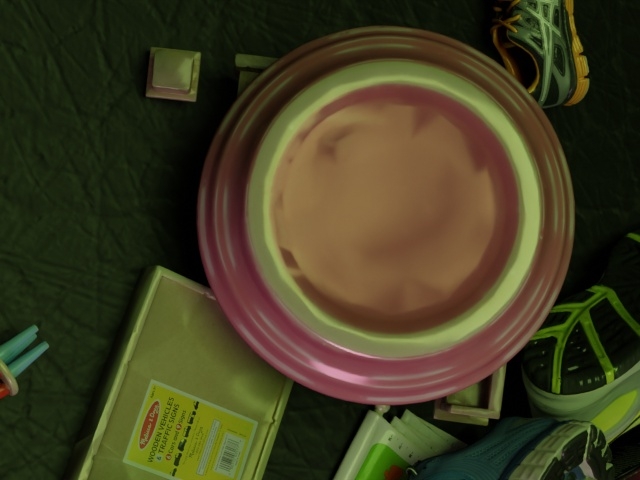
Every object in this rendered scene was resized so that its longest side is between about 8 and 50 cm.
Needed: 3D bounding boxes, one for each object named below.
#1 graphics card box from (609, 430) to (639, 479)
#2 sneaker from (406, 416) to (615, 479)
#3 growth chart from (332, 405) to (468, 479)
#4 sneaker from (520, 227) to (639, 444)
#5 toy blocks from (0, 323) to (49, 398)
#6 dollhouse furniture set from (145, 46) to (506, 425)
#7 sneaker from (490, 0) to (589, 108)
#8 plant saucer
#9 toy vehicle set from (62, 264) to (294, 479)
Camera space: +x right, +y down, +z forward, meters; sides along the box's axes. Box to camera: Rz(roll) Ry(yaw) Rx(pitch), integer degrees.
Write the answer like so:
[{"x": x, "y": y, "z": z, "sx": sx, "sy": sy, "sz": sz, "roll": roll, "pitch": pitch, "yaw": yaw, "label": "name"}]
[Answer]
[{"x": 0.380, "y": 0.315, "z": 1.452, "sx": 0.371, "sy": 0.094, "sz": 0.233, "roll": -19, "pitch": 97, "yaw": -34, "label": "graphics card box"}, {"x": 0.125, "y": 0.284, "z": 1.265, "sx": 0.330, "sy": 0.147, "sz": 0.130, "roll": -40, "pitch": 119, "yaw": -27, "label": "sneaker"}, {"x": 0.108, "y": 0.260, "z": 1.350, "sx": 0.237, "sy": 0.021, "sz": 0.172, "roll": 27, "pitch": 73, "yaw": -25, "label": "growth chart"}, {"x": 0.345, "y": 0.099, "z": 1.462, "sx": 0.384, "sy": 0.145, "sz": 0.147, "roll": -28, "pitch": 130, "yaw": -32, "label": "sneaker"}, {"x": -0.303, "y": 0.092, "z": 1.104, "sx": 0.148, "sy": 0.054, "sz": 0.123, "roll": -40, "pitch": 106, "yaw": -27, "label": "toy blocks"}, {"x": 0.000, "y": 0.000, "z": 1.298, "sx": 0.355, "sy": 0.174, "sz": 0.303, "roll": 8, "pitch": 86, "yaw": -3, "label": "dollhouse furniture set"}, {"x": 0.214, "y": -0.236, "z": 1.428, "sx": 0.083, "sy": 0.084, "sz": 0.215, "roll": -21, "pitch": 97, "yaw": -26, "label": "sneaker"}, {"x": 0.060, "y": -0.024, "z": 1.176, "sx": 0.332, "sy": 0.084, "sz": 0.332, "roll": 0, "pitch": 87, "yaw": -4, "label": "plant saucer"}, {"x": -0.124, "y": 0.175, "z": 1.212, "sx": 0.166, "sy": 0.035, "sz": 0.267, "roll": 27, "pitch": 72, "yaw": -26, "label": "toy vehicle set"}]
